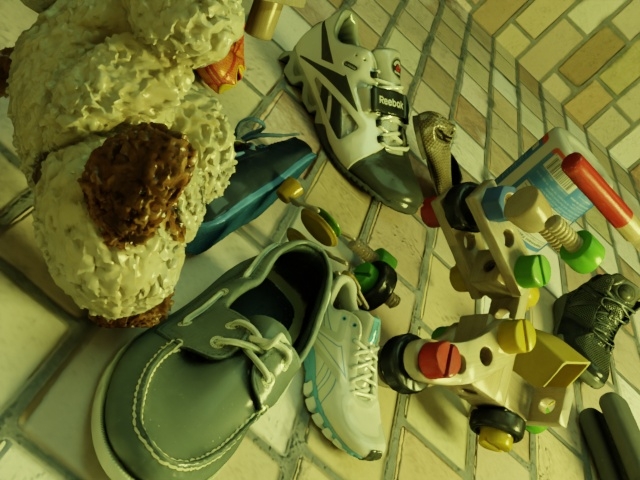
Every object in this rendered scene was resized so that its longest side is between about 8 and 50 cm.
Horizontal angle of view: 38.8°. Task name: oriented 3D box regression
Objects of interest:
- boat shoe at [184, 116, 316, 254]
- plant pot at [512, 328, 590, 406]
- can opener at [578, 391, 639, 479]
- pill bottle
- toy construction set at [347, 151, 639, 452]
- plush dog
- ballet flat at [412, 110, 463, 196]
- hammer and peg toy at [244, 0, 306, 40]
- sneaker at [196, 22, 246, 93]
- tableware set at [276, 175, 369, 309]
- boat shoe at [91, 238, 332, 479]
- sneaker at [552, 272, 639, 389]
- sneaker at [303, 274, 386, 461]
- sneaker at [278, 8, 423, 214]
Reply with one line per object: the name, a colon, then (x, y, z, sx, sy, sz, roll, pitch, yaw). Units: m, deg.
boat shoe: (-0.081, -0.074, 0.916, 0.089, 0.109, 0.258, 44, 23, 3)
plant pot: (0.275, 0.155, 1.158, 0.081, 0.081, 0.083, 10, 33, -51)
can opener: (0.373, 0.294, 1.108, 0.093, 0.074, 0.280, 36, 27, -19)
pill bottle: (0.303, -0.051, 1.328, 0.124, 0.221, 0.124, 35, 28, -22)
toy construction set: (0.207, 0.075, 0.943, 0.237, 0.309, 0.257, 40, 34, -24)
plush dog: (-0.153, -0.054, 0.657, 0.211, 0.262, 0.225, -7, 61, -12)
ballet flat: (0.186, -0.120, 1.345, 0.250, 0.058, 0.084, 53, 26, -62)
hammer and peg toy: (-0.220, -0.353, 1.055, 0.361, 0.127, 0.266, 29, 19, 21)
sneaker: (-0.125, -0.237, 1.156, 0.067, 0.064, 0.175, 58, 24, -28)
tableware set: (0.000, 0.000, 0.917, 0.104, 0.024, 0.154, 25, -28, 46)
boat shoe: (-0.069, 0.082, 0.712, 0.116, 0.099, 0.319, 46, 25, -2)
sneaker: (0.422, 0.123, 1.369, 0.087, 0.130, 0.227, 41, 28, -8)
sneaker: (0.027, 0.110, 0.840, 0.071, 0.083, 0.190, 22, 36, -44)
sneaker: (0.067, -0.190, 1.268, 0.122, 0.146, 0.330, 7, 48, -55)
